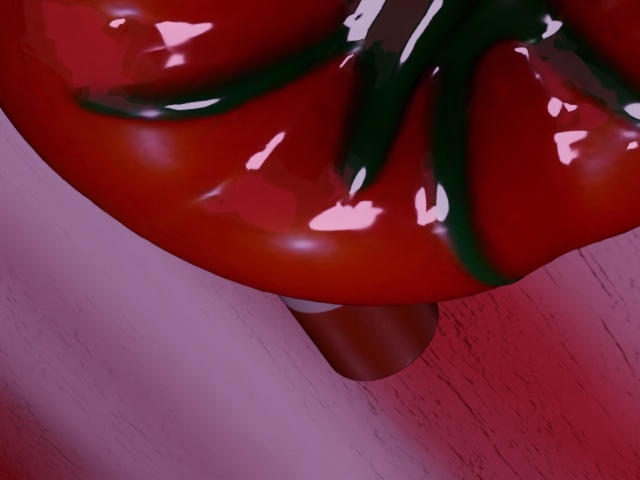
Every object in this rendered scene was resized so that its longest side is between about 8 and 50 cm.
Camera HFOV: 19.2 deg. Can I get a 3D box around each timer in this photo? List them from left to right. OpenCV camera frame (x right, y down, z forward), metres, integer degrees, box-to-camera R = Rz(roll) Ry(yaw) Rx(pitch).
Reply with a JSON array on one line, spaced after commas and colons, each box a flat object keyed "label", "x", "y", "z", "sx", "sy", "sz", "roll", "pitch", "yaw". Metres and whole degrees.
[{"label": "timer", "x": 0.027, "y": -0.164, "z": 0.750, "sx": 0.378, "sy": 0.279, "sz": 0.378, "roll": -8, "pitch": 133, "yaw": -9}]

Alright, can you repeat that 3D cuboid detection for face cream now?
[{"label": "face cream", "x": 0.000, "y": 0.000, "z": 1.328, "sx": 0.096, "sy": 0.096, "sz": 0.214, "roll": 6, "pitch": 144, "yaw": 39}]
